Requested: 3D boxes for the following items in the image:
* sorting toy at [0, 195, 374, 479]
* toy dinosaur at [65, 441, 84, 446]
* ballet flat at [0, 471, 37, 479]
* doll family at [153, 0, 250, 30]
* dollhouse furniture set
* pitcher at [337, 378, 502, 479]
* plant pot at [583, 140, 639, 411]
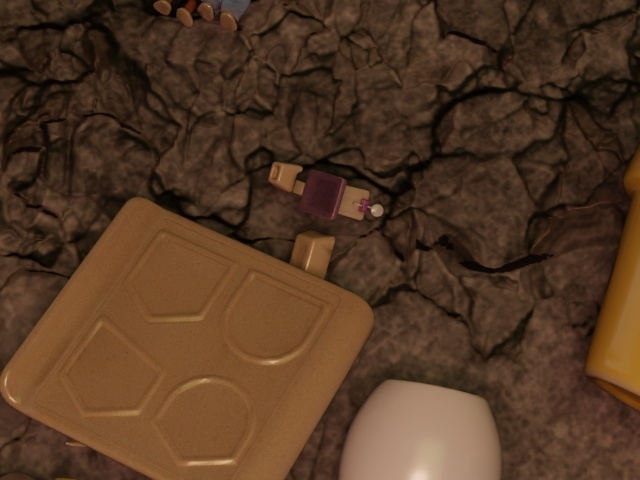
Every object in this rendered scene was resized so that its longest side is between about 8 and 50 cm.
[{"bbox_3d":[-0.124,0.126,1.181,0.229,0.041,0.307,26,61,12],"label":"sorting toy"},{"bbox_3d":[-0.118,0.120,1.236,0.093,0.053,0.183,27,62,17],"label":"toy dinosaur"},{"bbox_3d":[-0.203,0.295,1.159,0.084,0.058,0.249,-17,78,-50],"label":"ballet flat"},{"bbox_3d":[-0.114,-0.259,1.343,0.193,0.076,0.111,32,66,-3],"label":"doll family"},{"bbox_3d":[0.000,0.000,1.307,0.081,0.091,0.114,14,93,-46],"label":"dollhouse furniture set"},{"bbox_3d":[0.093,0.223,1.200,0.178,0.125,0.207,15,80,-25],"label":"pitcher"},{"bbox_3d":[0.338,0.041,1.235,0.254,0.254,0.239,28,86,1],"label":"plant pot"}]
